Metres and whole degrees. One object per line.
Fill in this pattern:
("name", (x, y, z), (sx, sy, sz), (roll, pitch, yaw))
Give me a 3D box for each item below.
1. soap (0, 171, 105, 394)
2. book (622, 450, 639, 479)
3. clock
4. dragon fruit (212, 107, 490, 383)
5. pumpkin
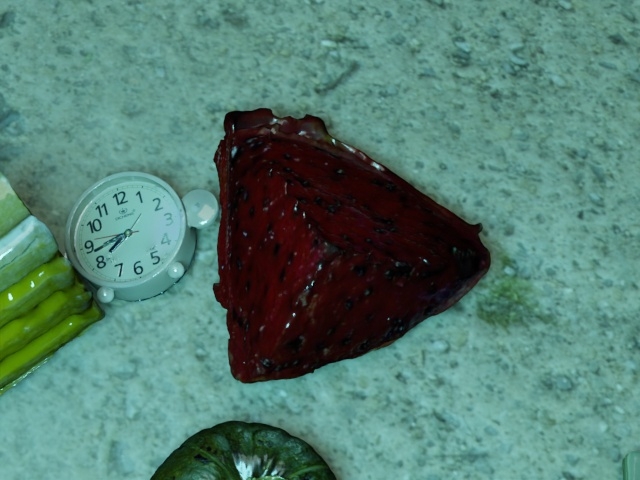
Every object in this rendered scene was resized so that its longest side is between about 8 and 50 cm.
("soap", (-0.420, 0.094, 1.439), (0.335, 0.293, 0.156), (-37, 68, -8))
("book", (0.524, 0.376, 1.498), (0.371, 0.043, 0.260), (5, 64, 0))
("clock", (-0.229, -0.002, 1.635), (0.229, 0.063, 0.155), (-21, 68, 4))
("dragon fruit", (-0.003, 0.008, 1.638), (0.286, 0.228, 0.329), (-1, 37, -38))
("pumpkin", (-0.085, 0.299, 1.448), (0.224, 0.157, 0.223), (6, 54, -8))
